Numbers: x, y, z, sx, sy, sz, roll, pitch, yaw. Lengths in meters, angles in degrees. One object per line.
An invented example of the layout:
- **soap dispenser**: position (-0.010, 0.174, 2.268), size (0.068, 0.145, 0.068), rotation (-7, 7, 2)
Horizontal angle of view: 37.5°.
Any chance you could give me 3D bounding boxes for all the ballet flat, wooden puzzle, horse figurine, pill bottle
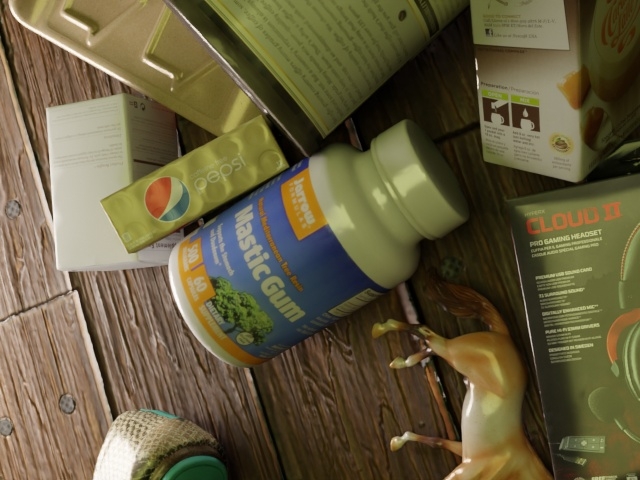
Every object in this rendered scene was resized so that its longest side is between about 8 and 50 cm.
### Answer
- **ballet flat**: position (-0.234, 0.414, 1.025), size (0.182, 0.164, 0.483), rotation (16, 90, 44)
- **wooden puzzle**: position (-0.135, -0.313, 1.022), size (0.348, 0.080, 0.322), rotation (30, 101, 16)
- **horse figurine**: position (0.141, 0.157, 0.897), size (0.174, 0.066, 0.263), rotation (-3, 90, 29)
- **pill bottle**: position (0.000, 0.000, 0.913), size (0.272, 0.152, 0.152), rotation (-32, 77, 21)

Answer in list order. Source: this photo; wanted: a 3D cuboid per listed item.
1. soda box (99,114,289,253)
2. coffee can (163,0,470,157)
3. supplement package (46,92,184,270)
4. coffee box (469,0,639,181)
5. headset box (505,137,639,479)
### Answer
- **soda box**: position (-0.122, -0.055, 0.940), size (0.181, 0.058, 0.061), rotation (-28, 92, -2)
- **coffee can**: position (0.022, -0.239, 0.845), size (0.275, 0.201, 0.201), rotation (-42, 73, 1)
- **supplement package**: position (-0.223, -0.059, 1.035), size (0.105, 0.105, 0.179), rotation (-6, 86, 21)
- **coffee box**: position (0.200, -0.193, 0.765), size (0.098, 0.141, 0.246), rotation (18, 134, 38)
- **headset box**: position (0.292, 0.058, 0.807), size (0.218, 0.110, 0.293), rotation (-10, 85, 23)
